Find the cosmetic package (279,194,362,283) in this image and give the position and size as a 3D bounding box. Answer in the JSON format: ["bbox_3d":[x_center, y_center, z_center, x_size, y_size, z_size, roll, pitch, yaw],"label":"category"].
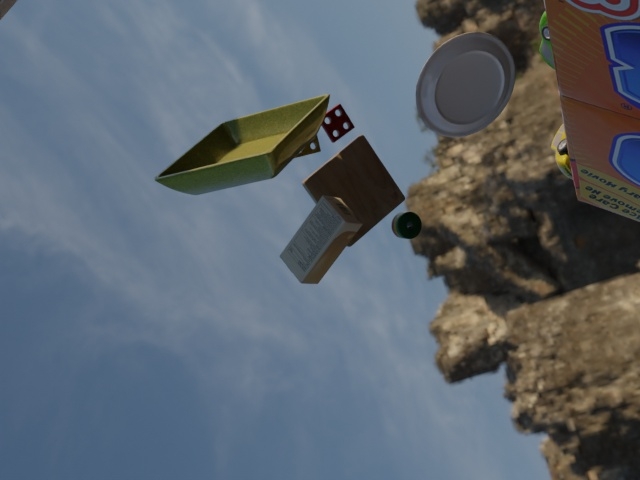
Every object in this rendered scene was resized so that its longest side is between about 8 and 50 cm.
[{"bbox_3d":[0.000,0.000,1.320,0.041,0.115,0.060,6,-142,-51],"label":"cosmetic package"}]

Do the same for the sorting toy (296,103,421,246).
[{"bbox_3d":[0.043,-0.088,1.551,0.274,0.132,0.046,54,162,-16],"label":"sorting toy"}]

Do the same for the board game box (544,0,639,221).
[{"bbox_3d":[0.394,-0.188,0.619,0.356,0.356,0.356,-60,-27,-12],"label":"board game box"}]

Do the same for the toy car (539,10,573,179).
[{"bbox_3d":[0.353,-0.210,1.272,0.239,0.053,0.225,-31,-86,-29],"label":"toy car"}]

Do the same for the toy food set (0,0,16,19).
[{"bbox_3d":[-0.456,-0.423,1.286,0.092,0.220,0.306,26,-152,-50],"label":"toy food set"}]

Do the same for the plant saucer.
[{"bbox_3d":[-0.093,-0.118,1.245,0.188,0.188,0.045,-50,-56,-51],"label":"plant saucer"}]

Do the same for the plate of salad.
[{"bbox_3d":[0.259,-0.282,1.718,0.200,0.200,0.048,51,-179,-36],"label":"plate of salad"}]
